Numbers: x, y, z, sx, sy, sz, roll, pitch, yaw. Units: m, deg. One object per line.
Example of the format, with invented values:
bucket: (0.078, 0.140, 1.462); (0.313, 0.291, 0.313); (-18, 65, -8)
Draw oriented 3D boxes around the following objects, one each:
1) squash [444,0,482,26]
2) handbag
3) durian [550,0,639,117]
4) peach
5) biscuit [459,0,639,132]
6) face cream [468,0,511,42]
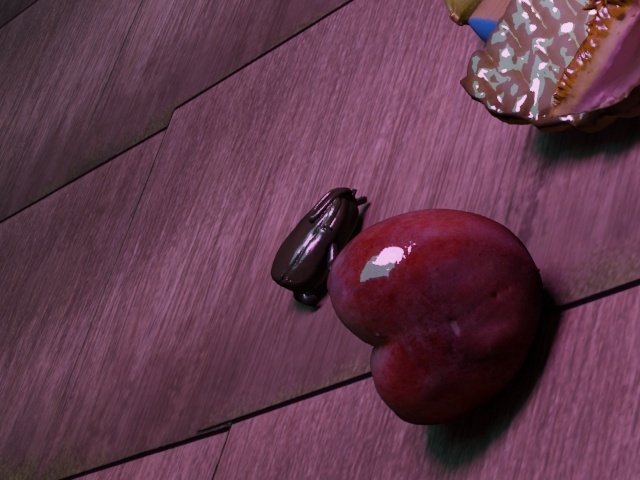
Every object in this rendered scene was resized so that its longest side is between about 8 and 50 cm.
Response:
squash: (0.214, -0.324, 1.596); (0.341, 0.094, 0.094); (-55, 24, 12)
handbag: (0.000, 0.000, 1.652); (0.111, 0.047, 0.072); (-59, 19, -3)
durian: (0.220, -0.182, 1.322); (0.140, 0.078, 0.224); (42, 100, 39)
peach: (0.087, 0.045, 1.334); (0.152, 0.152, 0.152); (-43, 28, 29)
biscuit: (0.232, -0.185, 1.390); (0.273, 0.036, 0.187); (-54, 46, 8)
face cream: (0.233, -0.258, 1.497); (0.285, 0.067, 0.139); (-52, 30, 9)
